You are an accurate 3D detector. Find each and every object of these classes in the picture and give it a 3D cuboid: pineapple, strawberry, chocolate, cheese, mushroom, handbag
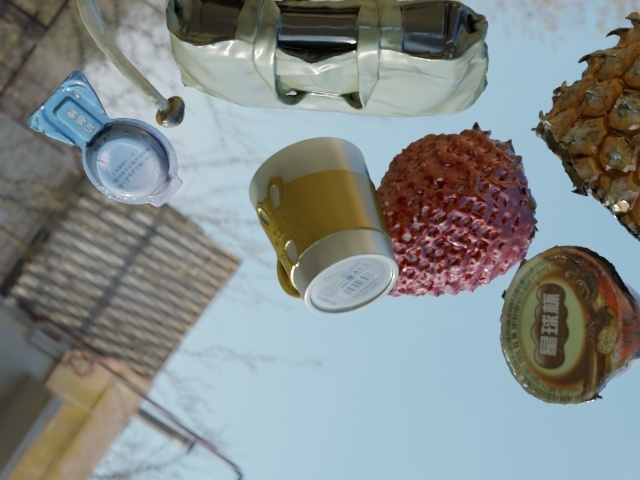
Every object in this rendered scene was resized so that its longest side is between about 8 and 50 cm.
[{"bbox_3d":[0.466,-0.133,1.657,0.300,0.352,0.352,-39,-162,16],"label":"pineapple"},{"bbox_3d":[0.182,-0.025,2.211,0.351,0.267,0.312,-33,-177,-7],"label":"strawberry"},{"bbox_3d":[0.350,0.107,1.692,0.221,0.147,0.221,-4,-95,52],"label":"chocolate"},{"bbox_3d":[-0.313,-0.141,2.003,0.135,0.244,0.052,-43,-156,14],"label":"cheese"},{"bbox_3d":[-0.252,-0.274,1.627,0.068,0.306,0.043,-31,-172,-35],"label":"mushroom"},{"bbox_3d":[0.005,-0.182,1.263,0.253,0.315,0.109,48,47,-82],"label":"handbag"}]

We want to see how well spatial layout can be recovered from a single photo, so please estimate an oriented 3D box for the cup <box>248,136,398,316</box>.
[{"bbox_3d":[0.000,0.000,1.969,0.241,0.185,0.226,-59,-139,39],"label":"cup"}]
